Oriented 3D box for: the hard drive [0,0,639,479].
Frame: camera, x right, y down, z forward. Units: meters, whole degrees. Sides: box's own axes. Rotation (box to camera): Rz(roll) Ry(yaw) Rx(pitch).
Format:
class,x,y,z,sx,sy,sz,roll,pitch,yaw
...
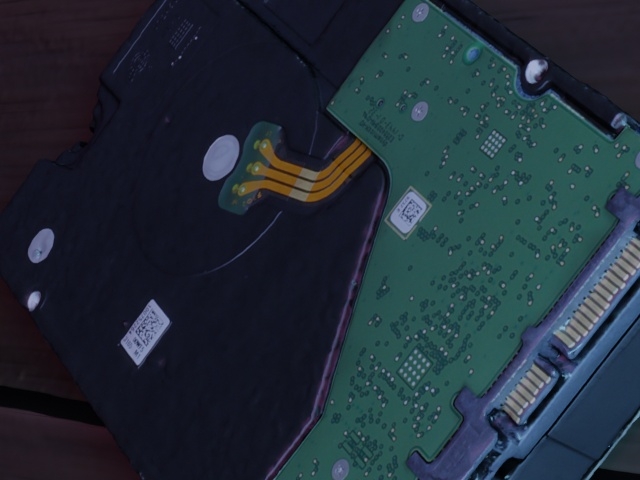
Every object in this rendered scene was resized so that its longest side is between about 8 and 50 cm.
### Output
class,x,y,z,sx,sy,sz,roll,pitch,yaw
hard drive,0.000,0.000,0.787,0.237,0.064,0.339,-54,40,8
